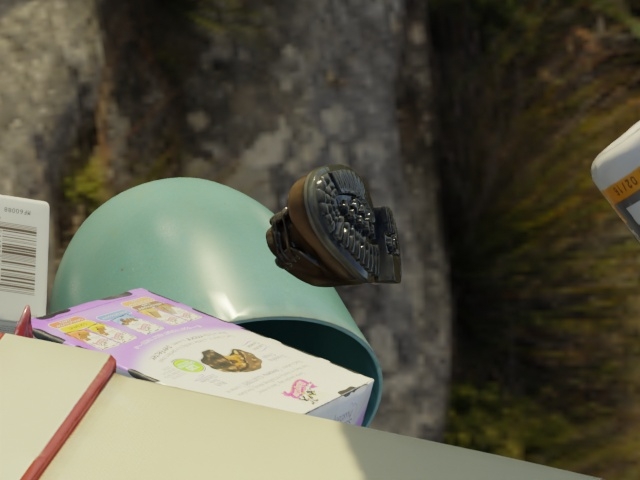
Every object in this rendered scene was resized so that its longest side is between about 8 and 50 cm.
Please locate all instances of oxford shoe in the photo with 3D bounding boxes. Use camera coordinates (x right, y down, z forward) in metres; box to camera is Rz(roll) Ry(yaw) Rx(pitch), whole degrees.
[{"bbox_3d":[0.000,0.000,1.329,0.227,0.096,0.083,51,34,-72],"label":"oxford shoe"}]

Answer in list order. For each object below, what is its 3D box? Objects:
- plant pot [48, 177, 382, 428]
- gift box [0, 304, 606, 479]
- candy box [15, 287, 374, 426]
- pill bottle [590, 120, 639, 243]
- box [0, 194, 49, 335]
[{"bbox_3d":[-0.119,0.085,1.599,0.293,0.293,0.235,30,26,-45],"label":"plant pot"},{"bbox_3d":[-0.058,0.171,0.549,0.255,0.258,0.276,-57,155,-65],"label":"gift box"},{"bbox_3d":[-0.088,0.105,1.164,0.165,0.196,0.070,-15,123,-64],"label":"candy box"},{"bbox_3d":[0.351,0.006,1.339,0.278,0.162,0.162,53,45,1],"label":"pill bottle"},{"bbox_3d":[-0.263,0.024,1.284,0.102,0.087,0.101,9,67,-26],"label":"box"}]
